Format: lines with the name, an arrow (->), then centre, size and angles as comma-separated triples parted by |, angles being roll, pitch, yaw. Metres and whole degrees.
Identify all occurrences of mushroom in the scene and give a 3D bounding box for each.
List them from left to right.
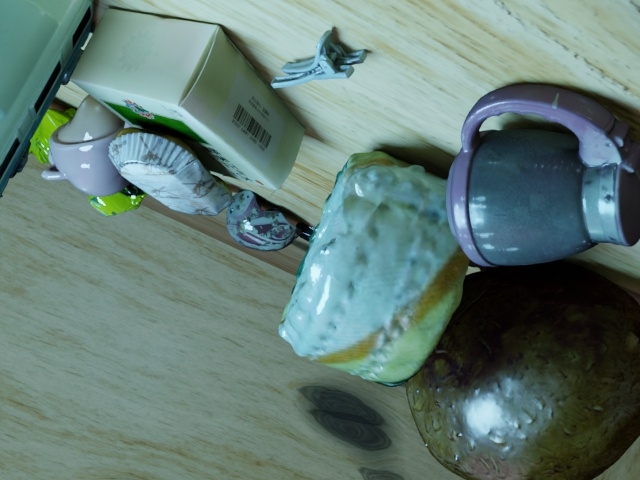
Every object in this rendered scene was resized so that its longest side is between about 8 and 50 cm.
mushroom -> 0.262, 0.176, 0.799 | 0.239, 0.345, 0.345 | 27, 171, -6

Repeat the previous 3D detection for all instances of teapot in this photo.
teapot -> 0.182, -0.050, 0.463 | 0.146, 0.148, 0.116 | 1, -166, 40

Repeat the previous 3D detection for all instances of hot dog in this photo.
hot dog -> -0.174, -0.079, 0.701 | 0.108, 0.059, 0.191 | 7, 164, 14

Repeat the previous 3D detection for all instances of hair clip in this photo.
hair clip -> -0.011, -0.158, 0.514 | 0.039, 0.030, 0.115 | 50, 157, -26

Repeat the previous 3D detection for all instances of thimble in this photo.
thimble -> 0.067, 0.028, 0.692 | 0.167, 0.254, 0.288 | 22, 145, -4

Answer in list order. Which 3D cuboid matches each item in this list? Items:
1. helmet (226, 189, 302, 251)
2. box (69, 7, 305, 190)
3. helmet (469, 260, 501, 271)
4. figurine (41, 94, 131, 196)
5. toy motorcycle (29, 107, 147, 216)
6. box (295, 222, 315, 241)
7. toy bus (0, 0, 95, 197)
helmet -> -0.142, -0.028, 1.327 | 0.177, 0.107, 0.153 | 35, 168, -5
box -> -0.138, -0.153, 0.666 | 0.168, 0.095, 0.212 | 17, 169, 27
helmet -> 0.223, 0.012, 0.798 | 0.089, 0.057, 0.111 | 26, 172, 5
figurine -> -0.310, -0.169, 0.962 | 0.287, 0.186, 0.176 | 1, -155, 15
toy motorcycle -> -0.520, -0.190, 1.244 | 0.342, 0.142, 0.206 | 40, 163, -9
box -> 0.000, 0.000, 1.423 | 0.126, 0.027, 0.125 | 23, 172, 7
toy bus -> -0.341, -0.160, 0.590 | 0.133, 0.271, 0.165 | 28, 167, -24
